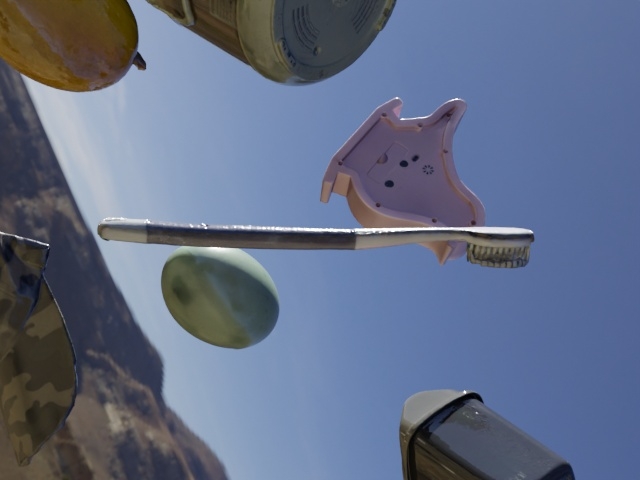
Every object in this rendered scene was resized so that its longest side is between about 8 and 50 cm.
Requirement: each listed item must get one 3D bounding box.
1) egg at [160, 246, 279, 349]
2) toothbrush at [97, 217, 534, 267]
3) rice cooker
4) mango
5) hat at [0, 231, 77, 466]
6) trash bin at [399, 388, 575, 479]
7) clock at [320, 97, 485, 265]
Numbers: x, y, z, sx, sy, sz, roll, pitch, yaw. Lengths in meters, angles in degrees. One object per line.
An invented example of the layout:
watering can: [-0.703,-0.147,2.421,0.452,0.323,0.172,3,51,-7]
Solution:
egg: [-0.204,0.114,1.776,0.282,0.203,0.203,43,0,-36]
toothbrush: [0.000,0.000,0.570,0.024,0.288,0.026,-126,-142,-79]
rice cooker: [-0.083,-0.414,1.266,0.325,0.335,0.335,36,-30,30]
mango: [-0.332,-0.283,1.014,0.119,0.176,0.317,-6,-32,43]
hat: [-0.584,0.188,1.480,0.366,0.257,0.382,-48,-137,38]
trash bin: [0.248,0.370,1.349,0.290,0.182,0.209,26,-45,50]
clock: [0.181,-0.120,1.494,0.275,0.290,0.080,32,-26,10]
